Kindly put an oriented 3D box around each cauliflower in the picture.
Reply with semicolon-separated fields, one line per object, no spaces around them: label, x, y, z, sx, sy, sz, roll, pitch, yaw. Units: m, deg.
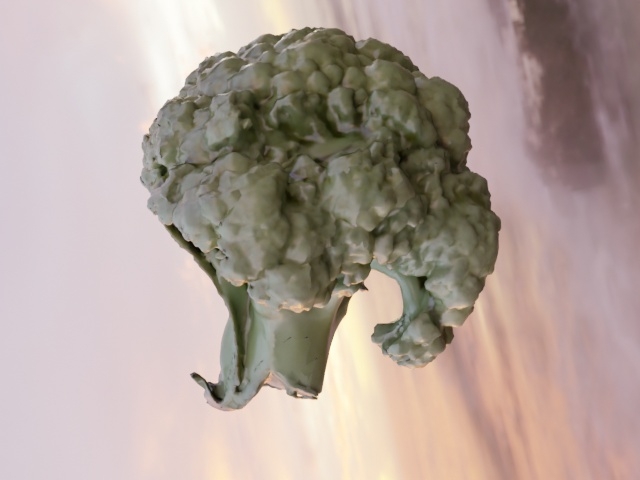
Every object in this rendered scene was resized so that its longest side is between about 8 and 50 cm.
cauliflower;0.013;-0.012;0.873;0.327;0.260;0.281;-36;-60;-49
